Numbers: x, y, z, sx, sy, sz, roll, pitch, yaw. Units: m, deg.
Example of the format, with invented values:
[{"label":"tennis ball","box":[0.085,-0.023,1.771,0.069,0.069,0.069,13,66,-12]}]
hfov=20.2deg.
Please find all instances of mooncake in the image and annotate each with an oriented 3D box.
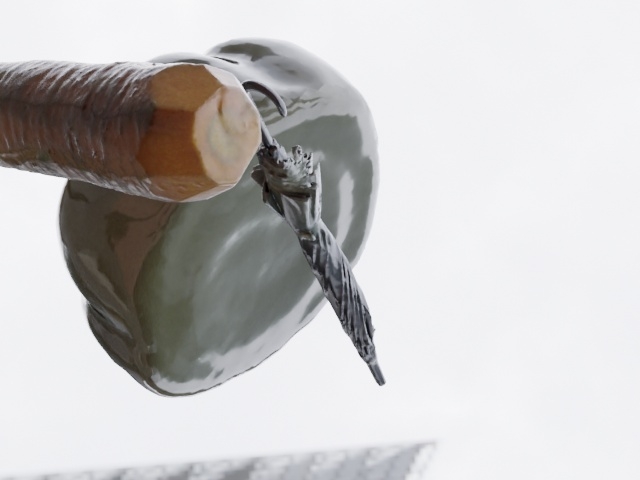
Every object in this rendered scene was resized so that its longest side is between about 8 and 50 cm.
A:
[{"label":"mooncake","box":[-0.077,-0.022,1.336,0.135,0.275,0.275,32,-72,34]}]

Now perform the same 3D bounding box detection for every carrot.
[{"label":"carrot","box":[-0.085,-0.037,0.562,0.170,0.042,0.042,7,-88,43]}]

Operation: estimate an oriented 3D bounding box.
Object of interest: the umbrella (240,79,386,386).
[{"label":"umbrella","box":[-0.005,-0.002,1.014,0.044,0.269,0.044,19,-121,30]}]
